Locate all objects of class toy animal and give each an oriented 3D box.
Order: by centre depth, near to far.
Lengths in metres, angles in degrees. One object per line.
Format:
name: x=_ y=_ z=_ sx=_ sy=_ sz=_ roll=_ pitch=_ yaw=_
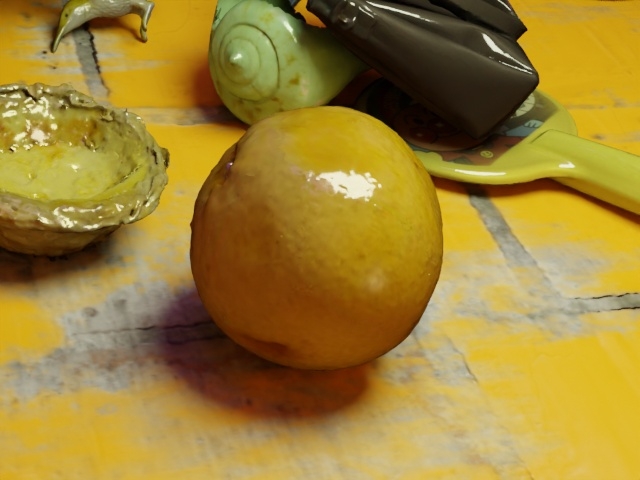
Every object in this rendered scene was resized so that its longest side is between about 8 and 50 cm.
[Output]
toy animal: x=-0.222 y=-0.254 z=1.447 sx=0.095 sy=0.219 sz=0.155 roll=24 pitch=72 yaw=-7

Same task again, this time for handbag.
handbag: x=0.079 y=-0.240 z=1.357 sx=0.257 sy=0.113 sz=0.285 roll=24 pitch=25 yaw=-21

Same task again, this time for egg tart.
egg tart: x=-0.233 y=-0.054 z=1.156 sx=0.212 sy=0.090 sz=0.212 roll=5 pitch=37 yaw=-4

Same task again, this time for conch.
conch: x=-0.029 y=-0.208 z=1.379 sx=0.143 sy=0.137 sz=0.250 roll=19 pitch=35 yaw=14

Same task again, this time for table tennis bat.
table tennis bat: x=0.203 y=-0.099 z=1.356 sx=0.368 sy=0.054 sz=0.224 roll=24 pitch=38 yaw=26

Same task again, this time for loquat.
loquat: x=0.000 y=0.000 z=1.042 sx=0.208 sy=0.208 sz=0.208 roll=6 pitch=35 yaw=-4

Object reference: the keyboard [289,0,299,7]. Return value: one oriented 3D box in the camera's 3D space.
keyboard: x=-0.057 y=-0.281 z=1.583 sx=0.055 sy=0.014 sz=0.176 roll=16 pitch=35 yaw=10
